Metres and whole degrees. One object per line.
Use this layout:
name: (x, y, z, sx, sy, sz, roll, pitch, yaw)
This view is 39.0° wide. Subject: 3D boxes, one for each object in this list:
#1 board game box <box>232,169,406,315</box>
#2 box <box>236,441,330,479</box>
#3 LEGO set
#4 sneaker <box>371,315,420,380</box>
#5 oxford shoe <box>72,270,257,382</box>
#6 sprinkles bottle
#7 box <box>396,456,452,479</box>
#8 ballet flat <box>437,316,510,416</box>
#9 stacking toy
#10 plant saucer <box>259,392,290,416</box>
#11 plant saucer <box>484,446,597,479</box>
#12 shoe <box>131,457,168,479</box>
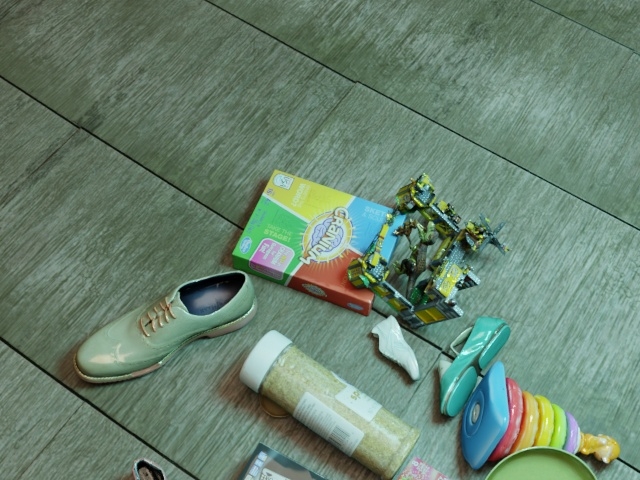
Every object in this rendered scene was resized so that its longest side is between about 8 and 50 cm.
board game box: (0.000, 0.000, 1.973, 0.316, 0.064, 0.242, 19, 61, 9)
box: (-0.084, 0.561, 1.639, 0.242, 0.076, 0.307, 27, 62, 13)
LEGO set: (0.233, 0.015, 1.857, 0.255, 0.192, 0.331, 49, 59, -10)
sneaker: (0.157, 0.229, 1.858, 0.061, 0.054, 0.152, -26, 58, -5)
oxford shoe: (-0.318, 0.157, 1.825, 0.396, 0.146, 0.140, -26, 65, -15)
sprinkles bottle: (0.016, 0.318, 1.744, 0.355, 0.121, 0.121, 34, 64, 11)
box: (0.142, 0.532, 1.604, 0.122, 0.128, 0.257, 31, 59, 20)
ballet flat: (0.292, 0.251, 1.839, 0.087, 0.083, 0.247, 20, 58, 37)
stacking toy: (0.435, 0.370, 1.739, 0.301, 0.166, 0.175, 16, 38, -7)
plant saucer: (-0.081, 0.317, 1.815, 0.083, 0.015, 0.083, 1, 60, -2)
plant saucer: (0.400, 0.494, 1.663, 0.240, 0.037, 0.241, 0, 92, -4)
shoe: (-0.292, 0.484, 1.675, 0.063, 0.081, 0.178, -33, 66, -19)
